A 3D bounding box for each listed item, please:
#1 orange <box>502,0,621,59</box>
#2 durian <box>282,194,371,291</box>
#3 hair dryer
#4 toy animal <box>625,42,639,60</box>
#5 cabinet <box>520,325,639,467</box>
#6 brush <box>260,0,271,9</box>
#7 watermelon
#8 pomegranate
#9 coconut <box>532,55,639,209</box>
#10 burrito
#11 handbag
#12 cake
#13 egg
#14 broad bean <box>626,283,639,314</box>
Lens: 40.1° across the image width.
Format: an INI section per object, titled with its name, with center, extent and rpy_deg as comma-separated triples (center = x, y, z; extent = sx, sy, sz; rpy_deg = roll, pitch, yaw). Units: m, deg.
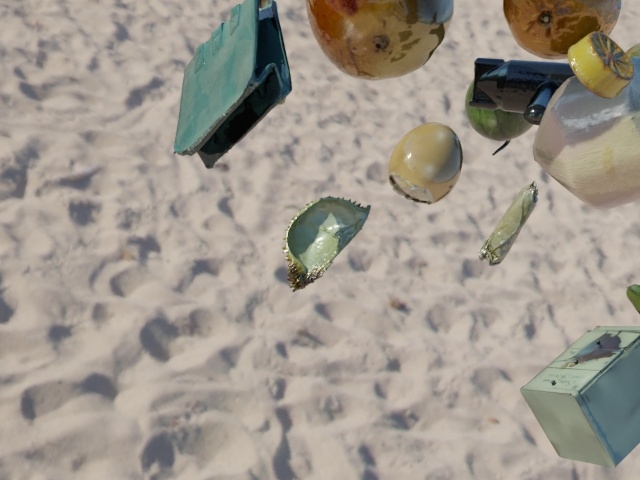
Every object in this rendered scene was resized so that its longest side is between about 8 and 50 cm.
[orange]
center = 0.366, -0.361, 1.333
extent = 0.178, 0.177, 0.155
rpy_deg = 19, 57, -8
[durian]
center = 0.000, 0.000, 1.940
extent = 0.144, 0.252, 0.139
rpy_deg = 53, -15, -29
[hair dryer]
center = 0.410, -0.294, 1.788
extent = 0.244, 0.116, 0.302
rpy_deg = 7, 21, 19
[toy animal]
center = 0.569, -0.323, 1.572
extent = 0.056, 0.241, 0.099
rpy_deg = 54, 9, 1
[cabinet]
center = 0.481, 0.252, 1.485
extent = 0.206, 0.145, 0.150
rpy_deg = -35, 98, -22
[brush]
center = -0.122, -0.485, 1.807
extent = 0.036, 0.043, 0.248
rpy_deg = 1, 30, -10
[watermelon]
center = 0.457, -0.331, 2.182
extent = 0.188, 0.214, 0.188
rpy_deg = -19, 31, 12
[pomegranate]
center = 0.113, -0.467, 1.686
extent = 0.319, 0.319, 0.319
rpy_deg = 18, 29, -10
[coconut]
center = 0.434, -0.156, 1.318
extent = 0.224, 0.234, 0.224
rpy_deg = 22, 57, -37
[burrito]
center = 0.364, -0.031, 1.682
extent = 0.045, 0.188, 0.058
rpy_deg = 20, 19, -31
[handbag]
center = -0.163, -0.299, 1.667
extent = 0.100, 0.269, 0.274
rpy_deg = 25, 42, -32
[cake]
center = 0.341, -0.213, 1.072
extent = 0.084, 0.044, 0.084
rpy_deg = 23, 45, -25
[egg]
center = 0.119, -0.087, 0.972
extent = 0.080, 0.096, 0.080
rpy_deg = 32, -13, 8
[broad bean]
center = 0.563, 0.145, 1.339
extent = 0.065, 0.046, 0.254
rpy_deg = 25, 16, -45
